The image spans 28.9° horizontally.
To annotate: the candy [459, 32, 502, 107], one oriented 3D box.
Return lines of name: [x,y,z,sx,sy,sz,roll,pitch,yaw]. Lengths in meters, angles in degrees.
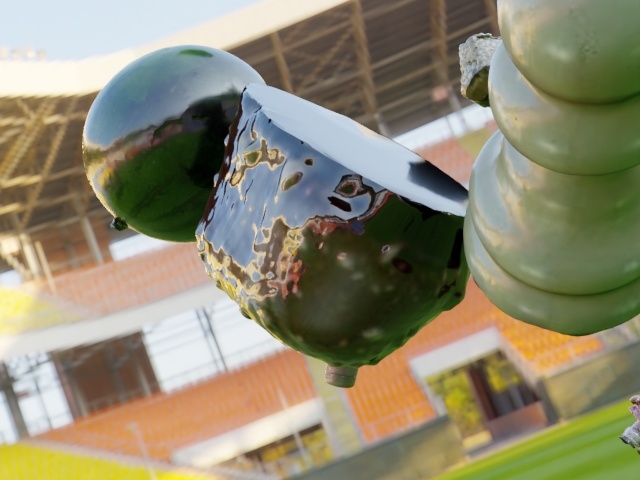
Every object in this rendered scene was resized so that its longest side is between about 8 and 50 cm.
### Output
candy: [0.243,-0.240,1.745,0.095,0.110,0.085,13,-45,-23]

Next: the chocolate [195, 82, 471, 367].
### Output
chocolate: [0.000,0.000,1.213,0.225,0.340,0.210,17,-75,-33]

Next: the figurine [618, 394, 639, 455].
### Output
figurine: [0.338,0.149,1.202,0.129,0.072,0.054,-51,-11,2]

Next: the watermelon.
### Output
watermelon: [-0.160,-0.113,1.469,0.242,0.242,0.242,-21,-10,-4]

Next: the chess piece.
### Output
chess piece: [0.187,-0.092,0.893,0.182,0.182,0.330,-20,-36,-7]

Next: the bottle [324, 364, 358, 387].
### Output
bottle: [0.033,0.137,1.570,0.045,0.097,0.045,10,5,-1]
